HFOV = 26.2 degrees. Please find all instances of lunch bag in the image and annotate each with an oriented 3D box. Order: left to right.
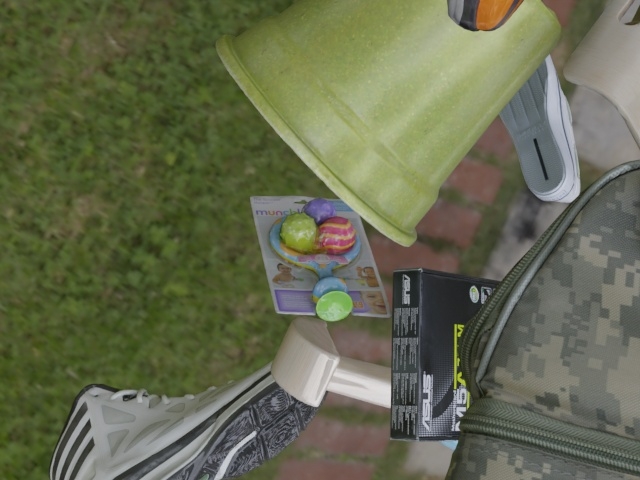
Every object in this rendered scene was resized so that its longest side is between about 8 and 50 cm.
[{"bbox_3d":[0.201,0.118,0.776,0.305,0.212,0.256,44,62,-59],"label":"lunch bag"}]

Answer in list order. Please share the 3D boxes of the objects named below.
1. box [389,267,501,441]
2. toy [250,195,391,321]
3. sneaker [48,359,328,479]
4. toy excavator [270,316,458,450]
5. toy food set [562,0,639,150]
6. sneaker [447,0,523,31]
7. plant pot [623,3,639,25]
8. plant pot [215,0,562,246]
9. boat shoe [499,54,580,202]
[{"bbox_3d":[0.146,0.133,1.561,0.184,0.045,0.191,12,78,-54],"label":"box"},{"bbox_3d":[0.000,0.000,1.634,0.136,0.237,0.056,2,128,-13],"label":"toy"},{"bbox_3d":[-0.210,0.246,2.034,0.447,0.257,0.169,-36,146,-19],"label":"sneaker"},{"bbox_3d":[0.175,0.199,1.999,0.222,0.432,0.445,-65,174,13],"label":"toy excavator"},{"bbox_3d":[0.355,-0.122,1.317,0.220,0.092,0.306,-51,125,-20],"label":"toy food set"},{"bbox_3d":[0.209,-0.229,0.874,0.125,0.180,0.321,-61,180,-43],"label":"sneaker"},{"bbox_3d":[0.543,-0.327,1.857,0.263,0.263,0.229,7,95,-48],"label":"plant pot"},{"bbox_3d":[0.085,-0.179,1.326,0.254,0.276,0.276,-42,141,11],"label":"plant pot"},{"bbox_3d":[0.266,-0.148,1.694,0.075,0.083,0.226,21,58,-57],"label":"boat shoe"}]
